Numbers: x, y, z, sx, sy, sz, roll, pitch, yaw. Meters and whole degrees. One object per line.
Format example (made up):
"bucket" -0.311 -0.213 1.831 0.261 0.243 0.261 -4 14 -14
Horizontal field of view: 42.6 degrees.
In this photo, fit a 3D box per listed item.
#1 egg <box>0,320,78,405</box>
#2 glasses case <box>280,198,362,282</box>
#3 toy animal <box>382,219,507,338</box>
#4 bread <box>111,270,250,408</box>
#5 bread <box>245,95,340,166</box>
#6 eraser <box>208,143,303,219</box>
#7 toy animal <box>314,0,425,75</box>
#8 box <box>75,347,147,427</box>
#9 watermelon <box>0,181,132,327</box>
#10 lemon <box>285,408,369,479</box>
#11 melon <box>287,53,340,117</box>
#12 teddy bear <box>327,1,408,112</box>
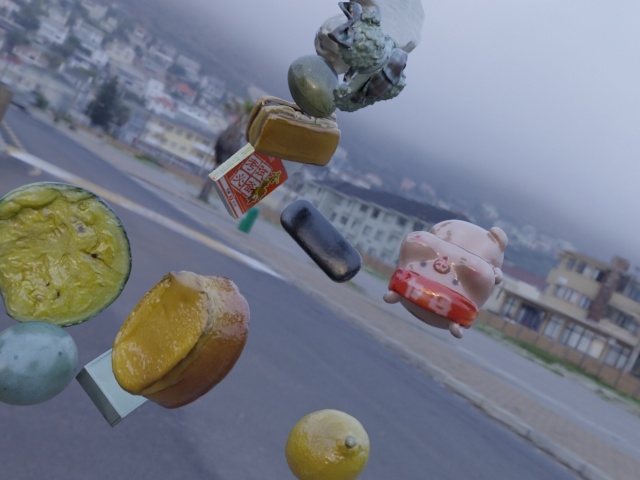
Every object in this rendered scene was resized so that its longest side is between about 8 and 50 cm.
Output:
"egg" -0.592 0.250 1.676 0.169 0.169 0.236 26 7 14
"glasses case" 0.000 0.000 2.135 0.267 0.103 0.067 48 -3 23
"toy animal" 0.196 0.053 1.289 0.171 0.171 0.198 26 42 14
"bread" -0.240 0.172 1.429 0.142 0.269 0.195 26 26 -50
"bread" -0.057 -0.229 1.745 0.200 0.116 0.077 10 37 -26
"eraser" -0.155 -0.173 2.029 0.038 0.230 0.157 39 -17 36
"toy animal" 0.101 -0.480 1.776 0.266 0.308 0.188 8 -33 -31
"box" -0.375 0.268 1.717 0.129 0.225 0.086 53 -39 4
"watermelon" -0.594 0.013 1.844 0.331 0.331 0.189 26 6 -28
"lemon" 0.017 0.486 1.910 0.187 0.187 0.244 26 -29 -28
"melon" -0.011 -0.294 1.566 0.131 0.098 0.098 66 10 12
"teddy bear" 0.076 -0.262 1.243 0.111 0.133 0.213 33 -11 18
